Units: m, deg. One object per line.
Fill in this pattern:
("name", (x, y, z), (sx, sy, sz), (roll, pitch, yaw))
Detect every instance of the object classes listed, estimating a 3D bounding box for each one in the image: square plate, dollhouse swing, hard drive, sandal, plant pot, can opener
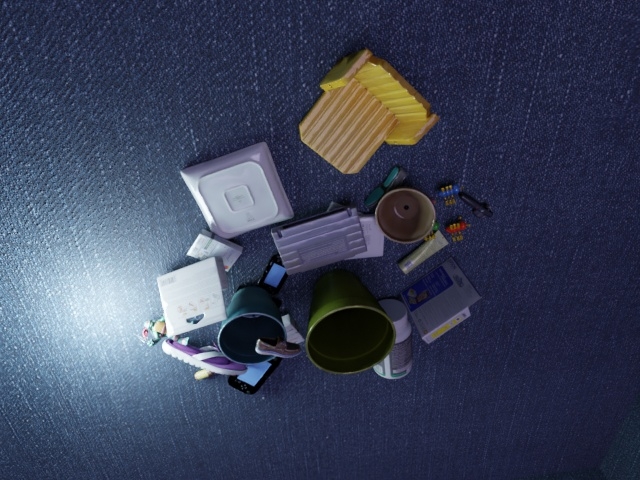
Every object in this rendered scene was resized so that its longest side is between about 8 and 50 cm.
("square plate", (-0.318, -0.174, 1.666), (0.347, 0.049, 0.344), (-18, 120, 3))
("dollhouse swing", (0.142, -0.407, 1.473), (0.347, 0.315, 0.305), (35, 89, -25))
("hard drive", (0.118, -0.010, 1.806), (0.308, 0.040, 0.203), (-5, 121, -5))
("sandal", (-0.526, 0.531, 1.982), (0.416, 0.169, 0.102), (22, 93, -16))
("plant pot", (0.101, 0.316, 1.833), (0.367, 0.353, 0.366), (-4, 121, -6))
("can opener", (0.667, -0.150, 1.816), (0.186, 0.059, 0.073), (30, 112, -23))
("plant pot", (0.346, -0.116, 1.710), (0.237, 0.109, 0.237), (7, 118, 13))
("plant pot", (-0.287, 0.337, 1.795), (0.272, 0.255, 0.271), (-4, 119, -7))

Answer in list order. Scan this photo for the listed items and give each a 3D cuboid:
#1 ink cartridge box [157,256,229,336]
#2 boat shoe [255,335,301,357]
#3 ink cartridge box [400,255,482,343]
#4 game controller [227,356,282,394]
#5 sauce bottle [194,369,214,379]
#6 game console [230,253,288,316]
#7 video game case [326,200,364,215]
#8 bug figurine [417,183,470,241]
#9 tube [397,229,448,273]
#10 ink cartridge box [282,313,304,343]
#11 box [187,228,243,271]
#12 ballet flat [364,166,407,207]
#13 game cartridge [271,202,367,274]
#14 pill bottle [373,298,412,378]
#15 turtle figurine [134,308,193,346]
("ink cartridge box", (-0.516, 0.233, 1.742), (0.296, 0.066, 0.261), (-19, 77, 16))
("boat shoe", (-0.163, 0.418, 1.677), (0.183, 0.066, 0.066), (4, 117, -13))
("ink cartridge box", (0.537, 0.259, 1.892), (0.307, 0.303, 0.072), (-37, 121, 14))
("game controller", (-0.332, 0.649, 2.129), (0.166, 0.067, 0.319), (28, 112, -22))
("sauce bottle", (-0.564, 0.662, 2.116), (0.128, 0.042, 0.042), (-19, 121, 5))
("game console", (-0.250, 0.210, 1.901), (0.213, 0.044, 0.361), (22, 114, -20))
("video game case", (0.087, -0.079, 1.797), (0.157, 0.019, 0.143), (19, 116, -19))
("bug figurine", (0.515, -0.118, 1.801), (0.216, 0.072, 0.279), (-14, 124, 13))
("tube", (0.462, 0.058, 1.912), (0.240, 0.062, 0.070), (-40, 158, 9))
("ink cartridge box", (-0.158, 0.435, 2.018), (0.104, 0.060, 0.180), (-24, 137, 5))
("box", (-0.438, 0.043, 1.759), (0.186, 0.038, 0.145), (27, 129, -20))
("ballet flat", (0.272, -0.205, 1.722), (0.068, 0.072, 0.213), (29, 113, -31))
("game cartridge", (0.000, 0.000, 1.738), (0.355, 0.068, 0.230), (-17, 125, 1))
("pill bottle", (0.340, 0.476, 2.046), (0.204, 0.204, 0.361), (-10, 121, -2))
("turtle figurine", (-0.704, 0.393, 1.904), (0.234, 0.118, 0.175), (19, 75, -20))
